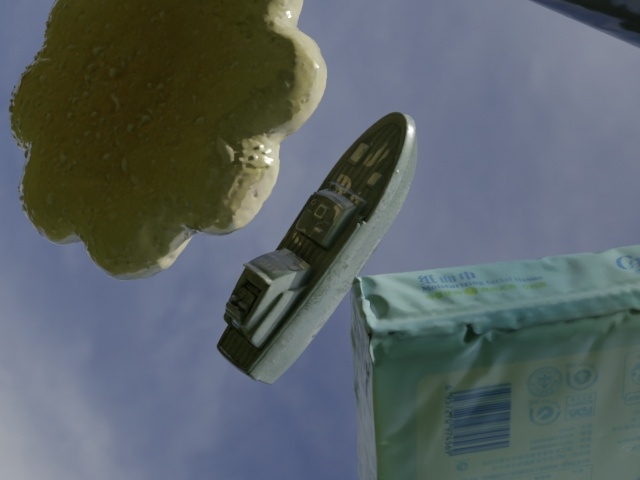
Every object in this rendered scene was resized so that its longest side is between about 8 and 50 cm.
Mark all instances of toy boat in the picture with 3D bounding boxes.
[{"bbox_3d":[0.000,0.000,1.210,0.260,0.085,0.078,-55,-137,-1],"label":"toy boat"}]

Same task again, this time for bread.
[{"bbox_3d":[-0.140,-0.122,1.175,0.316,0.054,0.316,-9,-109,27],"label":"bread"}]

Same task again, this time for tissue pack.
[{"bbox_3d":[0.152,0.092,0.878,0.089,0.263,0.177,-111,-165,-55],"label":"tissue pack"}]

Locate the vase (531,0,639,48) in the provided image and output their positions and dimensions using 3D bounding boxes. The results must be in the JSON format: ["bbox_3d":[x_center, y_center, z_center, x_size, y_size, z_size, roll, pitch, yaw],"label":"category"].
[{"bbox_3d":[0.181,-0.189,0.697,0.245,0.291,0.245,-57,-161,33],"label":"vase"}]
